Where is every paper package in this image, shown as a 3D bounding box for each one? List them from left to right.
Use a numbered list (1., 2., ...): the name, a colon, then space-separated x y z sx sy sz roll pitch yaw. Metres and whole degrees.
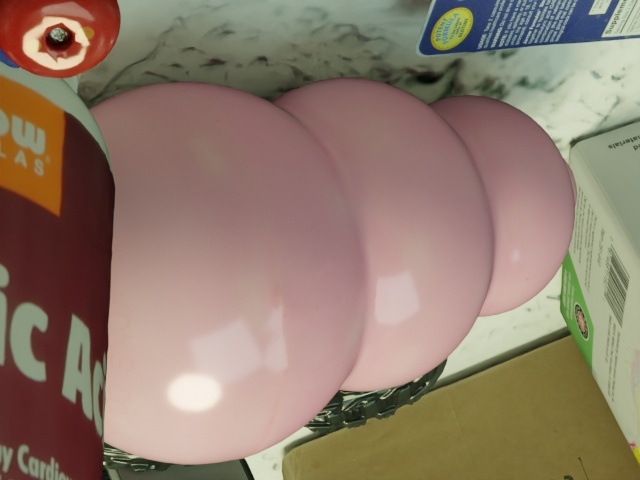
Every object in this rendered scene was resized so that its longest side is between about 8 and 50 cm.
1. paper package: 0.159 0.263 1.356 0.309 0.325 0.168 -22 145 -2

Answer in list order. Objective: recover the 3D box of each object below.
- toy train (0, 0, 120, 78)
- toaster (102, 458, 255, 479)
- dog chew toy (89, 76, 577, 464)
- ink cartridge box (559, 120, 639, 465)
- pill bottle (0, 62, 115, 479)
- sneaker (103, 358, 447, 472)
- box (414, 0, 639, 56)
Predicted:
1. toy train: -0.065 -0.176 0.584 0.248 0.105 0.143 -39 131 23
2. toaster: -0.118 0.199 1.229 0.110 0.186 0.168 -1 140 -36
3. dog chew toy: 0.000 0.000 1.038 0.332 0.206 0.206 -14 145 -29
4. ink cartridge box: 0.265 0.081 1.216 0.117 0.278 0.201 -18 145 -8
5. pill bottle: -0.197 0.044 0.762 0.224 0.392 0.224 -1 152 -1
6. sneaker: -0.063 0.069 1.159 0.271 0.108 0.100 -9 142 -16
7. box: 0.163 -0.168 1.040 0.225 0.036 0.136 -7 142 -24
